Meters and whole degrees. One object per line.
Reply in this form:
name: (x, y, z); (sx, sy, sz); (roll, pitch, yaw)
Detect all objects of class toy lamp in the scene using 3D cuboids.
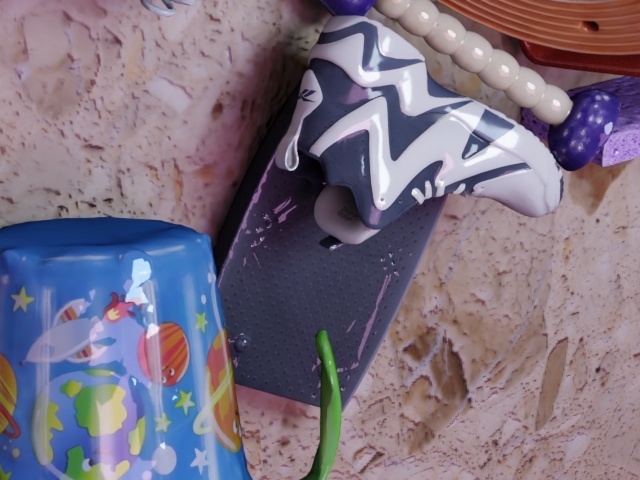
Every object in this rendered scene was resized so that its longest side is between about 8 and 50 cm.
toy lamp: (0.100, -0.154, 1.009); (0.275, 0.080, 0.080); (31, 92, -16)

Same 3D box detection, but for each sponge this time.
sponge: (0.290, -0.114, 1.144); (0.210, 0.117, 0.031); (-15, 114, -24)

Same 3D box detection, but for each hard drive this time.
hard drive: (0.000, 0.000, 1.061); (0.172, 0.054, 0.254); (20, 97, -33)

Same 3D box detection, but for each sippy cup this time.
sippy cup: (-0.157, 0.102, 0.923); (0.305, 0.240, 0.224); (-7, 101, -37)

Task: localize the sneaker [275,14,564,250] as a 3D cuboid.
sneaker: (0.066, -0.043, 0.989); (0.235, 0.094, 0.153); (35, 81, -32)

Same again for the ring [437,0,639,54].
ring: (0.150, -0.246, 0.901); (0.336, 0.337, 0.032); (45, 60, -34)

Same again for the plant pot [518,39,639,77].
plant pot: (0.302, -0.292, 1.010); (0.236, 0.267, 0.267); (-36, 123, -30)

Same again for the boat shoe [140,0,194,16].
boat shoe: (-0.161, -0.207, 0.866); (0.320, 0.118, 0.103); (-5, 148, -31)
